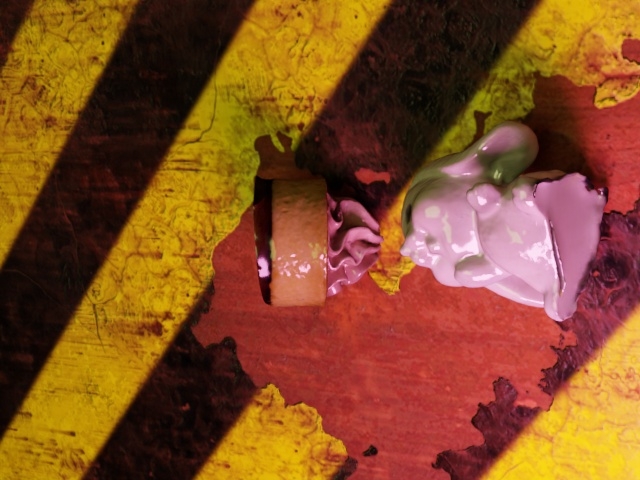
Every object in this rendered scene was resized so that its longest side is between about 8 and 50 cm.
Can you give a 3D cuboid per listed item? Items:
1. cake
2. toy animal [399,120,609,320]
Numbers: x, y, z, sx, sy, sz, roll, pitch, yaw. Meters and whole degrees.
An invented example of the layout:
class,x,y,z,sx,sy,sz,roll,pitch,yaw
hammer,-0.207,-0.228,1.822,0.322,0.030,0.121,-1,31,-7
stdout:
class,x,y,z,sx,sy,sz,roll,pitch,yaw
cake,0.000,0.000,2.247,0.178,0.208,0.185,-4,64,6
toy animal,0.235,-0.036,2.052,0.289,0.174,0.249,27,133,27
